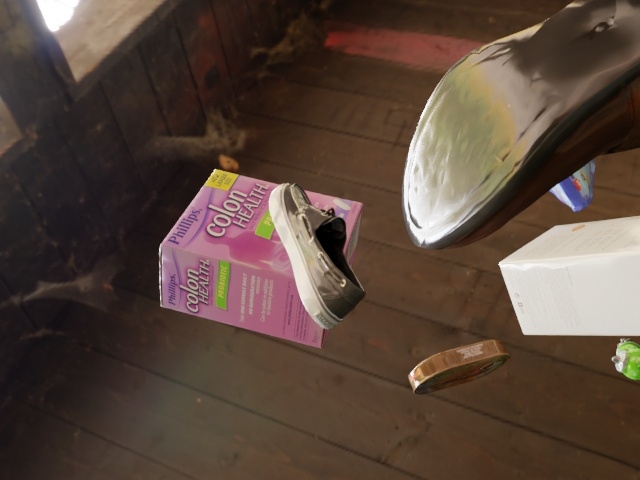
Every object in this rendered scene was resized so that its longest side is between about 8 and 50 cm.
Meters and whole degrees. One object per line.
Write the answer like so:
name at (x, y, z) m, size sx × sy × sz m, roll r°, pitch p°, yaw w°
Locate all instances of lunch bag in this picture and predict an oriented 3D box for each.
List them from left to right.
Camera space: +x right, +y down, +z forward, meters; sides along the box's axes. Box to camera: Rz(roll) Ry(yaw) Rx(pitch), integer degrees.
lunch bag at (0.525, -0.198, 1.732) m, size 0.138 × 0.221 × 0.293 m, roll -31°, pitch -169°, yaw 20°

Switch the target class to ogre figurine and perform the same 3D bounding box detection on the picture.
ogre figurine at (0.456, 0.172, 0.967) m, size 0.118 × 0.097 × 0.197 m, roll 5°, pitch -149°, yaw -48°

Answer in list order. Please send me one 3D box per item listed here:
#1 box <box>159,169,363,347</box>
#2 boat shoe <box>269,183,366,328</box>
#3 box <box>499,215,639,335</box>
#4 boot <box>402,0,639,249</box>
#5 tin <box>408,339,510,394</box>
box at (-0.080, 0.019, 1.129) m, size 0.243 × 0.117 × 0.213 m, roll 13°, pitch -143°, yaw 8°
boat shoe at (0.000, 0.000, 0.929) m, size 0.076 × 0.080 × 0.228 m, roll -37°, pitch -139°, yaw 17°
box at (0.567, 0.067, 1.505) m, size 0.215 × 0.168 × 0.345 m, roll -27°, pitch -170°, yaw -34°
boot at (0.216, -0.064, 0.452) m, size 0.280 × 0.264 × 0.096 m, roll 16°, pitch -147°, yaw -32°
tin at (0.237, 0.215, 1.320) m, size 0.189 × 0.106 × 0.040 m, roll -9°, pitch -117°, yaw -27°
